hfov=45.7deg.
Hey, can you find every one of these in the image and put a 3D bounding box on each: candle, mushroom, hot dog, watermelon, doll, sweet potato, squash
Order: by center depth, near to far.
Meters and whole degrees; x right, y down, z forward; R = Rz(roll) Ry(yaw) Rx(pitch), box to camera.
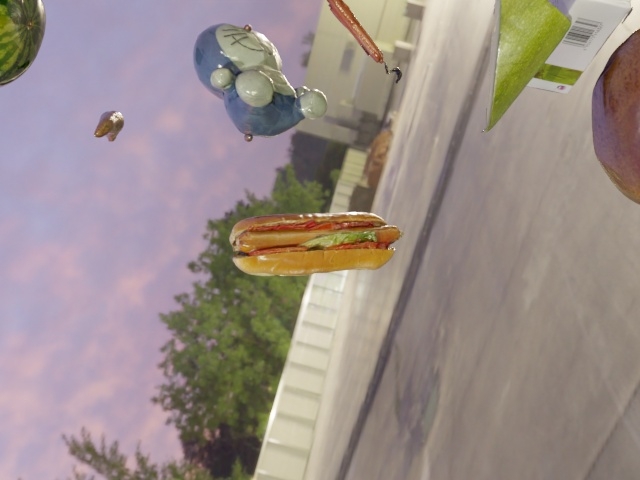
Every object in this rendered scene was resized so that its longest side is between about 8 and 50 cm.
[{"bbox_3d":[0.000,0.000,0.980,0.062,0.236,0.092,109,149,-49],"label":"hot dog"},{"bbox_3d":[0.061,-0.293,1.092,0.026,0.167,0.021,-17,33,50],"label":"candle"},{"bbox_3d":[0.636,-0.206,1.297,0.259,0.346,0.345,-26,-47,-70],"label":"mushroom"},{"bbox_3d":[0.321,-0.335,1.385,0.252,0.169,0.093,-54,6,16],"label":"squash"},{"bbox_3d":[-0.128,-0.305,1.410,0.154,0.228,0.258,-47,56,36],"label":"doll"},{"bbox_3d":[-0.705,-0.441,1.518,0.285,0.285,0.285,15,-90,-90],"label":"watermelon"},{"bbox_3d":[-0.516,-0.283,1.856,0.078,0.058,0.255,-53,13,-1],"label":"sweet potato"}]

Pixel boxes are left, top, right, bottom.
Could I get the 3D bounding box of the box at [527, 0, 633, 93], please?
[{"bbox_3d":[0.514,-0.466,1.536,0.299,0.106,0.200,107,173,-68],"label":"box"}]
